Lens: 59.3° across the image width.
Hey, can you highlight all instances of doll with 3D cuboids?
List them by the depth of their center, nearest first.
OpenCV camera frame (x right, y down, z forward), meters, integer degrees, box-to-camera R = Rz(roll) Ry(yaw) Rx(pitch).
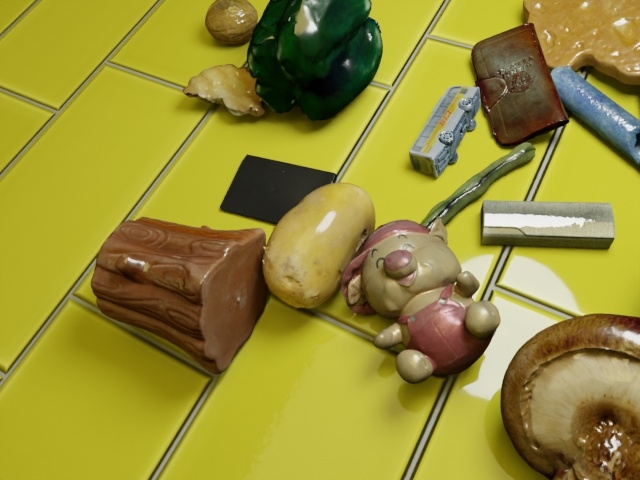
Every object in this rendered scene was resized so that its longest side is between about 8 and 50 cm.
[{"bbox_3d":[0.145,0.079,0.853,0.196,0.152,0.256,-17,54,-16],"label":"doll"}]

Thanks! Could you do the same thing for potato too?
[{"bbox_3d":[0.000,0.000,0.909,0.146,0.150,0.234,38,62,-3],"label":"potato"}]

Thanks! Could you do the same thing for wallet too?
[{"bbox_3d":[0.370,-0.297,1.071,0.137,0.031,0.256,-18,59,22],"label":"wallet"}]

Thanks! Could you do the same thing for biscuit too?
[{"bbox_3d":[0.555,-0.453,1.090,0.311,0.057,0.352,-4,72,29],"label":"biscuit"},{"bbox_3d":[-0.184,-0.308,1.175,0.182,0.061,0.118,20,64,17],"label":"biscuit"}]

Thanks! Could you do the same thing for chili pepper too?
[{"bbox_3d":[-0.015,-0.376,1.094,0.233,0.249,0.257,12,62,41],"label":"chili pepper"}]

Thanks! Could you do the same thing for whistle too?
[{"bbox_3d":[0.527,-0.206,1.006,0.062,0.062,0.304,-32,61,-9],"label":"whistle"}]

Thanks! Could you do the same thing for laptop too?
[{"bbox_3d":[-0.080,-0.090,1.063,0.197,0.016,0.135,15,65,18],"label":"laptop"}]

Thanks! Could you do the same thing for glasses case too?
[{"bbox_3d":[0.374,-0.029,0.937,0.204,0.047,0.071,3,62,10],"label":"glasses case"}]

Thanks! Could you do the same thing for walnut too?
[{"bbox_3d":[-0.200,-0.492,1.258,0.124,0.105,0.105,-4,60,7],"label":"walnut"}]

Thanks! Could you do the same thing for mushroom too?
[{"bbox_3d":[0.375,0.233,0.703,0.297,0.163,0.278,35,92,24],"label":"mushroom"}]

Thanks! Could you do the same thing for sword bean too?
[{"bbox_3d":[0.277,-0.093,0.994,0.269,0.038,0.043,-36,74,-12],"label":"sword bean"}]

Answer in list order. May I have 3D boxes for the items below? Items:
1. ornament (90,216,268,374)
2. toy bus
[{"bbox_3d":[-0.223,0.068,0.888,0.217,0.221,0.236,13,85,21],"label":"ornament"},{"bbox_3d":[0.236,-0.207,1.053,0.075,0.064,0.191,17,64,31],"label":"toy bus"}]
